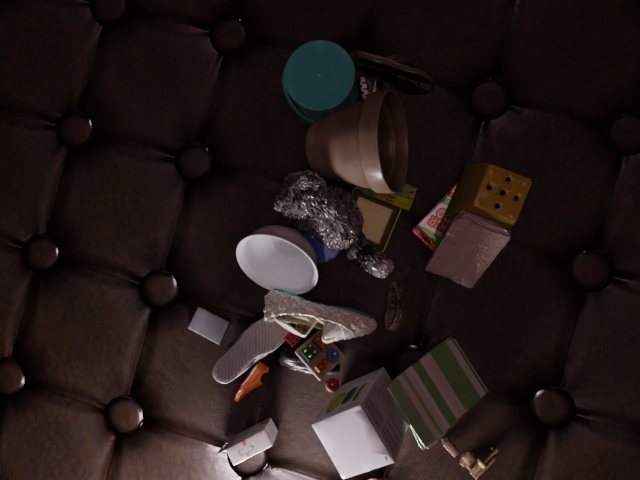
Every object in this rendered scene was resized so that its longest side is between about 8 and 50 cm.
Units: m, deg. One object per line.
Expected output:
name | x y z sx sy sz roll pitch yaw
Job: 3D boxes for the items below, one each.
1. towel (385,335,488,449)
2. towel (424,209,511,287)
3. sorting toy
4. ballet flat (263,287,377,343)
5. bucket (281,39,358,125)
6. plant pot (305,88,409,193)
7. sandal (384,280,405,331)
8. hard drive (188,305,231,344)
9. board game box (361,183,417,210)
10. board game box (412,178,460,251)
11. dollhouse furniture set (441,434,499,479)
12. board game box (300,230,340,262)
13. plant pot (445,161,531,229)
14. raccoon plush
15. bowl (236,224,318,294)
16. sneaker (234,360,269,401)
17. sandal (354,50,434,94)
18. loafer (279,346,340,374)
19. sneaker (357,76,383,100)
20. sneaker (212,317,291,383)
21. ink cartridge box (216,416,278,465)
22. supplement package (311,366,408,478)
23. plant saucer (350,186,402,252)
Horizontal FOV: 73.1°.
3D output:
towel | 0.401 0.508 1.472 0.324 0.038 0.248 -30 87 -24
towel | 0.491 0.038 1.458 0.187 0.049 0.282 23 131 5
sorting toy | -0.003 0.390 1.526 0.132 0.046 0.274 -34 73 -33
ballet flat | -0.012 0.288 1.514 0.408 0.147 0.147 15 90 6
bucket | 0.001 -0.545 1.518 0.280 0.183 0.282 0 87 5
plant pot | 0.116 -0.311 1.431 0.280 0.323 0.324 0 89 28
sandal | 0.266 0.237 1.553 0.072 0.049 0.180 5 75 -1
hard drive | -0.415 0.317 1.615 0.135 0.022 0.094 26 91 4
board game box | 0.245 -0.180 1.536 0.181 0.092 0.043 22 135 5
board game box | 0.460 -0.088 1.548 0.124 0.039 0.259 43 95 4
dollhouse furniture set | 0.517 0.709 1.485 0.123 0.144 0.151 -45 71 -2
board game box | 0.000 0.000 1.584 0.133 0.033 0.169 -32 80 5
plant pot | 0.569 -0.145 1.432 0.212 0.187 0.212 23 89 4
raccoon plush | 0.058 -0.068 1.396 0.446 0.299 0.216 31 93 16
bowl | -0.132 0.045 1.511 0.297 0.298 0.134 19 48 5
sneaker | -0.254 0.526 1.579 0.067 0.064 0.175 38 95 -6
sandal | 0.270 -0.616 1.536 0.302 0.120 0.086 26 77 5
loafer | -0.040 0.445 1.564 0.223 0.076 0.078 15 129 -4
sneaker | 0.202 -0.483 1.553 0.106 0.078 0.235 -9 86 7
sneaker | -0.254 0.384 1.560 0.321 0.127 0.126 -34 86 -22
ink cartridge box | -0.260 0.726 1.548 0.198 0.115 0.067 -28 87 5
supplement package | 0.144 0.589 1.418 0.199 0.262 0.198 -33 86 25
plant saucer | 0.176 -0.075 1.564 0.188 0.045 0.189 23 91 5
